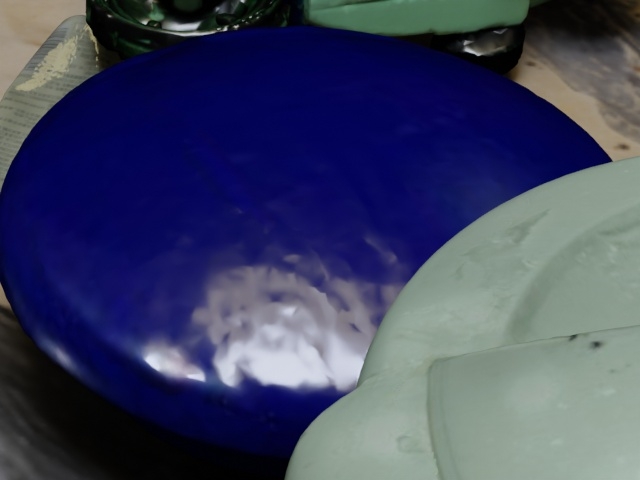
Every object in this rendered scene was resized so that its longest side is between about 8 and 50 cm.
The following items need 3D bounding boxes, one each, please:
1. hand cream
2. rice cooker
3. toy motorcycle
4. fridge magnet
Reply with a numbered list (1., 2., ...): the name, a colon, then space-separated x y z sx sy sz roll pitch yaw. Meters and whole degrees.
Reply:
1. hand cream: -0.132 -0.054 0.942 0.057 0.037 0.165 14 46 10
2. rice cooker: 0.128 0.129 0.533 0.288 0.277 0.288 2 38 -2
3. toy motorcycle: 0.018 -0.167 1.024 0.331 0.125 0.196 -16 44 -23
4. fridge magnet: 0.000 0.000 0.815 0.265 0.113 0.265 4 38 -3
